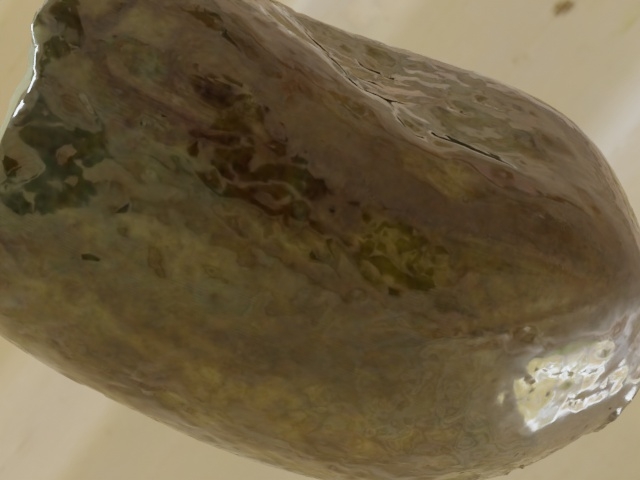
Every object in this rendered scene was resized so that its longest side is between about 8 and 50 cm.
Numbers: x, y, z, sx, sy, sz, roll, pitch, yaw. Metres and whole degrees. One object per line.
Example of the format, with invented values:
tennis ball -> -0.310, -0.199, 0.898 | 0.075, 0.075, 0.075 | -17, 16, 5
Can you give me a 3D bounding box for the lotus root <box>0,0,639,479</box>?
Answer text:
lotus root -> 0.000, 0.000, 0.858 | 0.346, 0.250, 0.250 | 20, -149, -8
